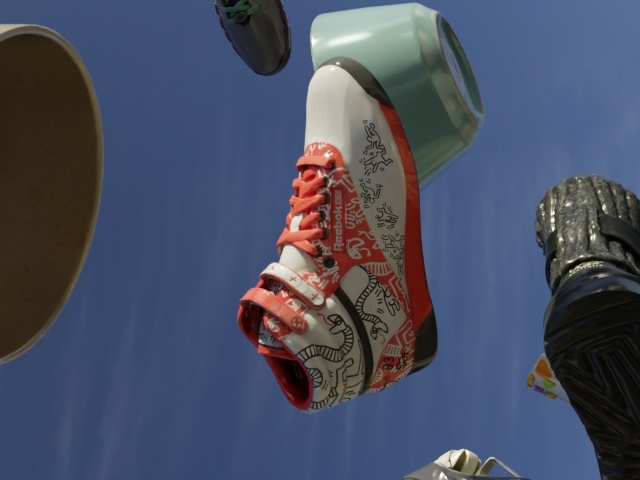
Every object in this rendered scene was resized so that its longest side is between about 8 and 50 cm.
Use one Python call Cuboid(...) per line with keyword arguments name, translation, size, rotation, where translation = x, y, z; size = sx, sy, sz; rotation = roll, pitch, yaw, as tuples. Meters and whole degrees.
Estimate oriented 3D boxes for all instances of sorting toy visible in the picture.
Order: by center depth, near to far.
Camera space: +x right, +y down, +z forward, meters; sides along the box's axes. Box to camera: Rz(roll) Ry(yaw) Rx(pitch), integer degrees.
Cuboid(name="sorting toy", translation=(0.319, 0.198, 1.137), size=(0.045, 0.075, 0.083), rotation=(-51, -24, -8))

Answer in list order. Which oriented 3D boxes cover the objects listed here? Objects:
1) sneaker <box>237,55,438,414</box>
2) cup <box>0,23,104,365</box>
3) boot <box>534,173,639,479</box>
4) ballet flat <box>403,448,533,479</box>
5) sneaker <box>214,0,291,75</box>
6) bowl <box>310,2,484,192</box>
Cuboid(name="sneaker", translation=(0.001, 0.001, 0.658), size=(0.145, 0.090, 0.270), rotation=(-20, -76, -31))
Cuboid(name="cup", translation=(-0.397, -0.058, 0.838), size=(0.331, 0.237, 0.330), rotation=(9, -90, -80))
Cuboid(name="boot", translation=(0.302, 0.123, 0.783), size=(0.260, 0.131, 0.347), rotation=(-62, -49, -65))
Cuboid(name="ballet flat", translation=(0.173, 0.274, 0.948), size=(0.074, 0.203, 0.074), rotation=(2, -93, -29))
Cuboid(name="sneaker", translation=(-0.109, -0.289, 0.949), size=(0.098, 0.083, 0.223), rotation=(-17, -94, -61))
Cuboid(name="bowl", translation=(0.132, -0.219, 1.236), size=(0.311, 0.163, 0.311), rotation=(47, -148, -42))
